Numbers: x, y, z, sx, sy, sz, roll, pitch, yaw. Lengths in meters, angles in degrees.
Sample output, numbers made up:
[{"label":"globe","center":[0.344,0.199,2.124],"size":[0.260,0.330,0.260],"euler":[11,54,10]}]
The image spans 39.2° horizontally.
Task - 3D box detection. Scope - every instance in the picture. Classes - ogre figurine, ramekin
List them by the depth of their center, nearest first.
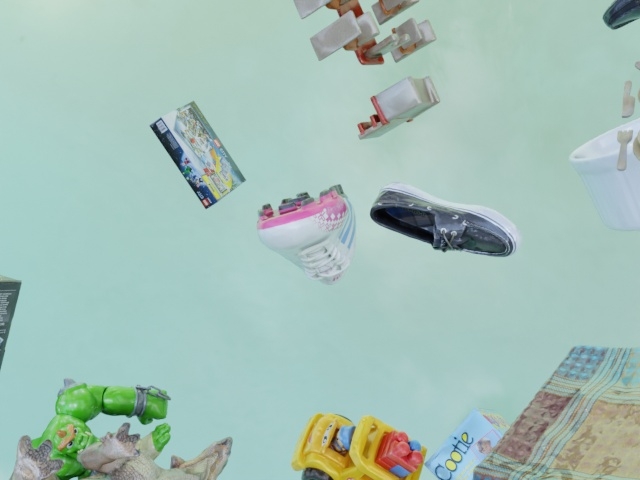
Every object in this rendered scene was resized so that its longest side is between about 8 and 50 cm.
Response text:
[{"label":"ogre figurine","center":[-0.230,0.224,0.900],"size":[0.118,0.097,0.197],"euler":[30,73,-21]},{"label":"ramekin","center":[0.548,-0.120,1.417],"size":[0.277,0.277,0.135],"euler":[-21,98,11]}]

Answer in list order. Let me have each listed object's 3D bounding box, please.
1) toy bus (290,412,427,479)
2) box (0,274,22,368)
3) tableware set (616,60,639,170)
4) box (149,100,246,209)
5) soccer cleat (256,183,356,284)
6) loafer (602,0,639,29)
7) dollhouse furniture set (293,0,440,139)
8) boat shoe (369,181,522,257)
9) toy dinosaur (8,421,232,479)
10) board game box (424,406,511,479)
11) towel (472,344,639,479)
[{"label":"toy bus","center":[0.087,0.393,1.645],"size":[0.220,0.211,0.149],"euler":[33,50,-8]},{"label":"box","center":[-0.532,0.187,1.177],"size":[0.073,0.295,0.293],"euler":[15,93,15]},{"label":"tableware set","center":[0.453,-0.169,1.167],"size":[0.128,0.039,0.194],"euler":[-1,46,23]},{"label":"box","center":[-0.285,-0.204,2.117],"size":[0.044,0.159,0.233],"euler":[-29,99,29]},{"label":"soccer cleat","center":[0.000,0.000,1.276],"size":[0.116,0.331,0.143],"euler":[-13,94,13]},{"label":"loafer","center":[0.569,-0.399,1.465],"size":[0.223,0.076,0.078],"euler":[-26,80,38]},{"label":"dollhouse furniture set","center":[0.082,-0.316,1.511],"size":[0.135,0.262,0.259],"euler":[-26,85,34]},{"label":"boat shoe","center":[0.177,-0.019,1.316],"size":[0.228,0.080,0.076],"euler":[24,48,19]},{"label":"toy dinosaur","center":[-0.190,0.237,0.729],"size":[0.295,0.200,0.127],"euler":[-6,67,-22]},{"label":"board game box","center":[0.344,0.440,1.574],"size":[0.275,0.142,0.144],"euler":[44,99,27]},{"label":"towel","center":[0.372,0.198,0.968],"size":[0.370,0.271,0.040],"euler":[-6,116,49]}]
